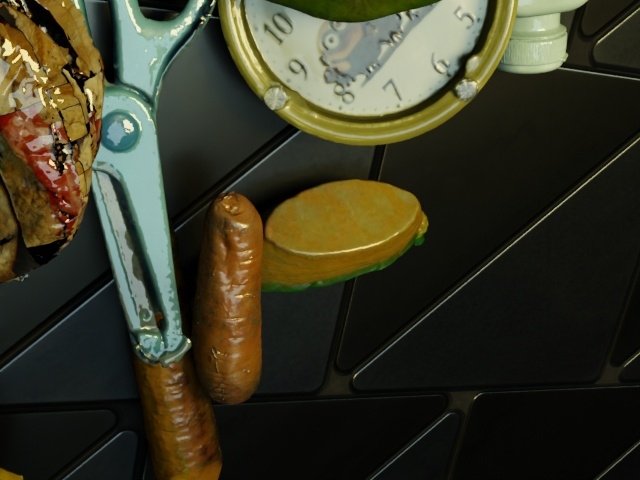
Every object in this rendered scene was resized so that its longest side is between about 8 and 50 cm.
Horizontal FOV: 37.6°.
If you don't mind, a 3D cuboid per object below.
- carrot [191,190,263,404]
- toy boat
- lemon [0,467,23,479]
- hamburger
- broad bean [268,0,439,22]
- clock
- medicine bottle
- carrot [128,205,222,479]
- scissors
[{"bbox_3d":[-0.075,0.049,0.757,0.060,0.060,0.186,-9,116,-22],"label":"carrot"},{"bbox_3d":[0.000,0.000,0.820,0.229,0.089,0.088,-13,156,-20],"label":"toy boat"},{"bbox_3d":[-0.345,0.265,0.677,0.236,0.236,0.263,38,63,-33],"label":"lemon"},{"bbox_3d":[-0.247,-0.077,0.611,0.231,0.107,0.231,3,123,5],"label":"hamburger"},{"bbox_3d":[0.006,-0.227,0.661,0.291,0.049,0.144,-2,108,-12],"label":"broad bean"},{"bbox_3d":[0.036,-0.193,0.735,0.237,0.057,0.237,-1,107,-5],"label":"clock"},{"bbox_3d":[0.173,-0.256,0.774,0.121,0.083,0.229,-12,118,-18],"label":"medicine bottle"},{"bbox_3d":[-0.129,0.085,0.798,0.066,0.066,0.314,-13,116,-19],"label":"carrot"},{"bbox_3d":[-0.145,-0.090,0.695,0.180,0.032,0.393,-12,107,-15],"label":"scissors"}]
